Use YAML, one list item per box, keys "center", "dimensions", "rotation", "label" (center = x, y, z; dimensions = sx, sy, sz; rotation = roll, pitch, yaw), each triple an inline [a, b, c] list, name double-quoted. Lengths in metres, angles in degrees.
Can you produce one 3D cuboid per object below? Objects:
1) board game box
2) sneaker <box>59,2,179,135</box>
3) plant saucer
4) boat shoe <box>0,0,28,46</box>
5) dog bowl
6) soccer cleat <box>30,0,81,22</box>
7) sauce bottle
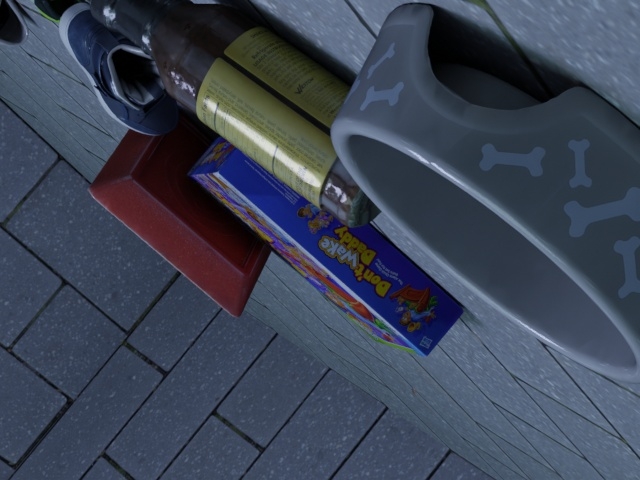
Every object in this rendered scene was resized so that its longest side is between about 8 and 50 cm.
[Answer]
- center: [0.000, 0.000, 2.145]
  dimensions: [0.347, 0.078, 0.233]
  rotation: [41, 172, -11]
  label: "board game box"
- center: [-0.221, -0.186, 2.101]
  dimensions: [0.163, 0.086, 0.226]
  rotation: [35, 170, 46]
  label: "sneaker"
- center: [-0.160, -0.056, 2.254]
  dimensions: [0.259, 0.048, 0.258]
  rotation: [41, -148, -11]
  label: "plant saucer"
- center: [-0.508, -0.353, 2.454]
  dimensions: [0.088, 0.096, 0.267]
  rotation: [32, 171, 22]
  label: "boat shoe"
- center: [0.154, -0.024, 1.268]
  dimensions: [0.349, 0.102, 0.349]
  rotation: [39, 171, 7]
  label: "dog bowl"
- center: [-0.360, -0.329, 2.080]
  dimensions: [0.072, 0.060, 0.179]
  rotation: [15, 162, 49]
  label: "soccer cleat"
- center: [-0.068, -0.148, 1.568]
  dimensions: [0.344, 0.111, 0.111]
  rotation: [39, 172, 19]
  label: "sauce bottle"
